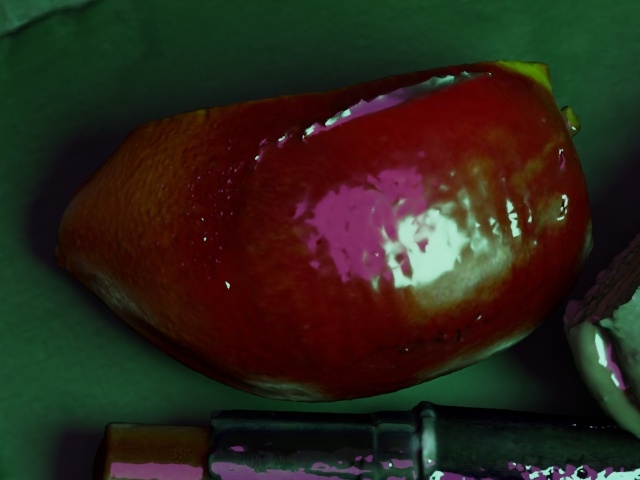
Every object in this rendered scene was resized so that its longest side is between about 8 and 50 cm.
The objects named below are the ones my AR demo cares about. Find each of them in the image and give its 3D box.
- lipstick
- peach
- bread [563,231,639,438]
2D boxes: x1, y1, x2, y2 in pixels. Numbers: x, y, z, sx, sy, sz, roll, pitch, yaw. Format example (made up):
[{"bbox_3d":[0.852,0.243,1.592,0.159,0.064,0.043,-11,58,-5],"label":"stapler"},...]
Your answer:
[{"bbox_3d":[0.038,0.119,0.889,0.299,0.081,0.081,4,79,-4],"label":"lipstick"},{"bbox_3d":[0.003,-0.001,0.874,0.267,0.154,0.159,-7,81,-5],"label":"peach"},{"bbox_3d":[0.273,-0.010,0.901,0.183,0.102,0.337,46,67,-7],"label":"bread"}]
